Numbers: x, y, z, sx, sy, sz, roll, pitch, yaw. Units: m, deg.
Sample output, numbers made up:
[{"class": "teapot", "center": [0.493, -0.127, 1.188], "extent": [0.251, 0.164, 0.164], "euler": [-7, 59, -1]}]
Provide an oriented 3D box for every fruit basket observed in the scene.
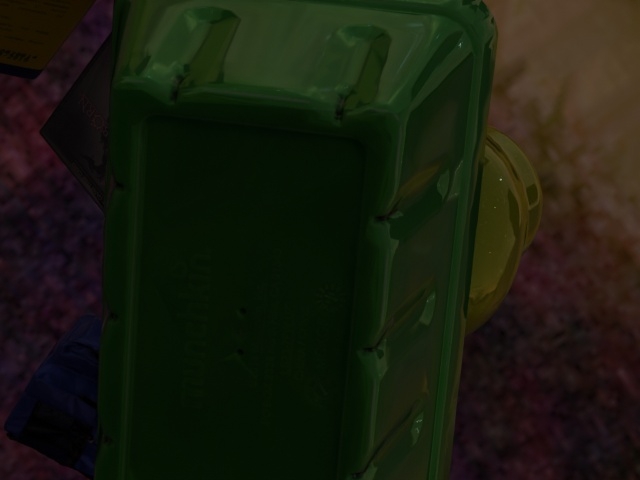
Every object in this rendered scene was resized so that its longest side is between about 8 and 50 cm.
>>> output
[{"class": "fruit basket", "center": [0.000, 0.000, 1.201], "extent": [0.392, 0.282, 0.392], "euler": [7, 90, -83]}]

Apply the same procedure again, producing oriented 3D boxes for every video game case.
[{"class": "video game case", "center": [-0.193, -0.143, 2.070], "extent": [0.196, 0.274, 0.026], "euler": [50, 33, 12]}]

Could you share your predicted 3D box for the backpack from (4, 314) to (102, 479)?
[{"class": "backpack", "center": [-0.150, 0.121, 1.307], "extent": [0.120, 0.101, 0.098], "euler": [32, 27, -3]}]

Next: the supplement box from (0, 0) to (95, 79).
[{"class": "supplement box", "center": [-0.281, -0.320, 1.624], "extent": [0.194, 0.356, 0.195], "euler": [11, 64, -25]}]
